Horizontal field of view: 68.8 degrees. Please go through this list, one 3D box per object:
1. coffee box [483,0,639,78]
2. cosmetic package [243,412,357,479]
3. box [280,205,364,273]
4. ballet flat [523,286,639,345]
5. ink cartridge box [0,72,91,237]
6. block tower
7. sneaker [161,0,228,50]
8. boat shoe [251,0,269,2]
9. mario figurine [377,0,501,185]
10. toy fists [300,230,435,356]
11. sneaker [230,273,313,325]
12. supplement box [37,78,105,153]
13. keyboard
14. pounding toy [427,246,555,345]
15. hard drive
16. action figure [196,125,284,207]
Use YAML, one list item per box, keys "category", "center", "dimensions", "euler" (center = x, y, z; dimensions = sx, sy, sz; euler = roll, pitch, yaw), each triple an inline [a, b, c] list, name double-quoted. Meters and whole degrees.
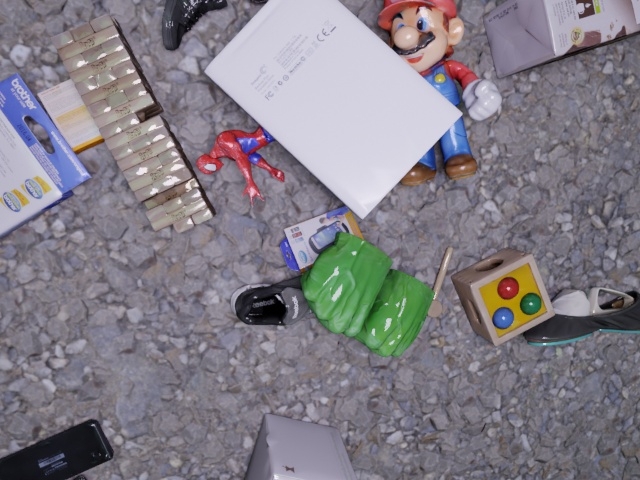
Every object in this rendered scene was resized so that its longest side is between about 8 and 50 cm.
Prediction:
- category: "coffee box"
  center: [0.455, -0.380, 0.770]
  dimensions: [0.298, 0.168, 0.118]
  euler: [-19, 100, -6]
- category: "cosmetic package"
  center: [-0.075, 0.517, 0.796]
  dimensions: [0.155, 0.197, 0.365]
  euler: [18, 96, -11]
- category: "box"
  center: [0.000, 0.000, 0.801]
  dimensions: [0.136, 0.028, 0.081]
  euler: [-21, 66, -8]
- category: "ballet flat"
  center: [0.506, 0.139, 0.896]
  dimensions: [0.281, 0.095, 0.096]
  euler: [-3, 88, -19]
- category: "ink cartridge box"
  center: [-0.527, -0.091, 0.705]
  dimensions: [0.311, 0.065, 0.185]
  euler: [-32, 101, -1]
- category: "block tower"
  center: [-0.279, -0.169, 0.718]
  dimensions: [0.091, 0.097, 0.335]
  euler: [-27, 100, -6]
- category: "sneaker"
  center: [-0.187, -0.375, 0.725]
  dimensions: [0.089, 0.051, 0.170]
  euler: [11, 93, -6]
- category: "boat shoe"
  center: [-0.016, -0.406, 0.738]
  dimensions: [0.206, 0.075, 0.064]
  euler: [-22, 98, -10]
- category: "mario figurine"
  center: [0.154, -0.248, 0.741]
  dimensions: [0.198, 0.170, 0.320]
  euler: [-14, 101, -5]
- category: "toy fists"
  center: [0.077, 0.100, 0.769]
  dimensions: [0.279, 0.096, 0.142]
  euler: [35, 77, -42]
- category: "sneaker"
  center: [-0.035, 0.099, 0.788]
  dimensions: [0.235, 0.106, 0.078]
  euler: [-13, 101, -7]
- category: "supplement box"
  center: [-0.379, -0.193, 0.727]
  dimensions: [0.062, 0.036, 0.098]
  euler: [-26, 101, -5]
- category: "keyboard"
  center: [-0.452, 0.389, 0.805]
  dimensions: [0.180, 0.023, 0.108]
  euler: [-23, 94, -5]
- category: "pounding toy"
  center: [0.288, 0.095, 0.846]
  dimensions: [0.206, 0.094, 0.180]
  euler: [-26, 101, -5]
- category: "hard drive"
  center: [0.017, -0.215, 0.691]
  dimensions: [0.319, 0.040, 0.210]
  euler: [43, 91, 3]
- category: "action figure"
  center: [-0.056, -0.149, 0.756]
  dimensions: [0.281, 0.091, 0.138]
  euler: [-25, 91, -5]
